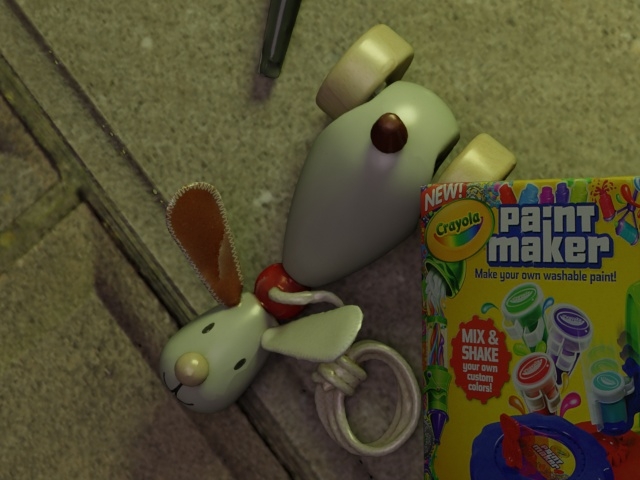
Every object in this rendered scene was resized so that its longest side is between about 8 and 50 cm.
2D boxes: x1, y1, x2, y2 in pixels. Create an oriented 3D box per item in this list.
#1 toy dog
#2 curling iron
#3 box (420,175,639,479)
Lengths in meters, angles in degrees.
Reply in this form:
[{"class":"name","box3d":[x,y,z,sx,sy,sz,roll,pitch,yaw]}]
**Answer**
[{"class":"toy dog","box3d":[0.000,0.000,1.200,0.220,0.161,0.334,22,96,13]},{"class":"curling iron","box3d":[0.003,-0.257,1.260,0.068,0.035,0.274,23,96,13]},{"class":"box","box3d":[0.226,0.096,1.070,0.290,0.177,0.279,-1,90,52]}]
